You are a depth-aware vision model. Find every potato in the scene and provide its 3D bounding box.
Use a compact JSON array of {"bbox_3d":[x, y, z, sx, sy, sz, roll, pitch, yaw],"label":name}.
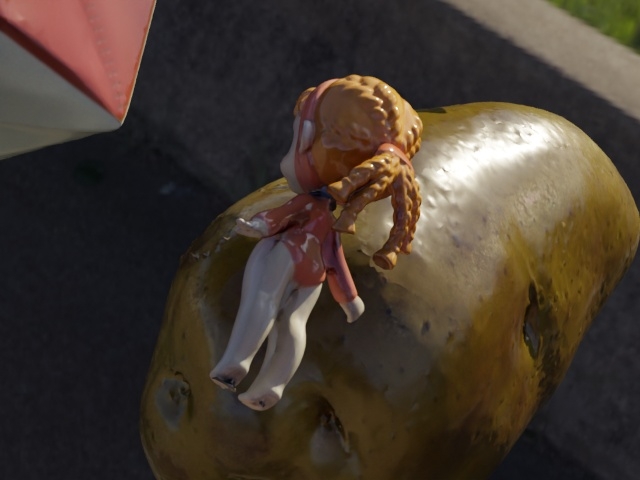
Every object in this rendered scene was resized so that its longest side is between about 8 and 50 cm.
[{"bbox_3d":[0.062,0.033,0.724,0.369,0.176,0.195,-29,81,-42],"label":"potato"}]

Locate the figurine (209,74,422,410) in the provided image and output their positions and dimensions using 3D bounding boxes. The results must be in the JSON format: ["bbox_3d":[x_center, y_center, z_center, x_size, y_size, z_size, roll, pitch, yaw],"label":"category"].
[{"bbox_3d":[0.000,0.000,0.400,0.047,0.064,0.109,6,65,39],"label":"figurine"}]

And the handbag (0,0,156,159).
[{"bbox_3d":[-0.160,-0.186,0.574,0.171,0.151,0.298,-11,58,34],"label":"handbag"}]
